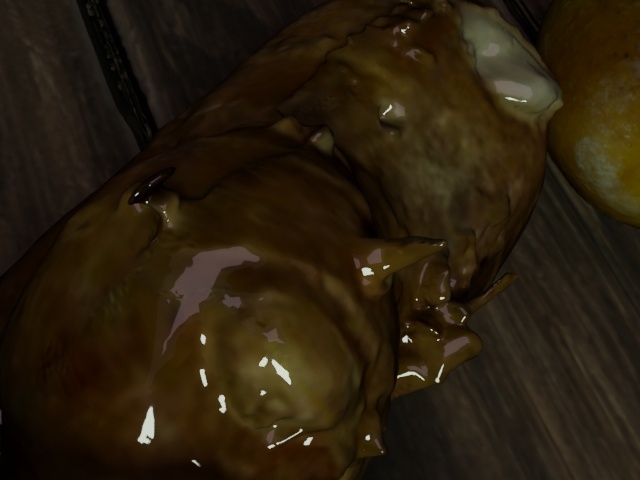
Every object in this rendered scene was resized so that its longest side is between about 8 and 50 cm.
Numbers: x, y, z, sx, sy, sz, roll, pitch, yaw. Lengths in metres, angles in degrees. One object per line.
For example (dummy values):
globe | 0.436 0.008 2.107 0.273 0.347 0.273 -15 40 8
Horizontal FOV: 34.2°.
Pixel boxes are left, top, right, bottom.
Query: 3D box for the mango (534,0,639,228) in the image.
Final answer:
mango | 0.241 -0.115 0.657 0.193 0.146 0.316 38 42 5

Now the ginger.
ginger | 0.000 0.000 0.480 0.418 0.254 0.176 -40 107 -34
